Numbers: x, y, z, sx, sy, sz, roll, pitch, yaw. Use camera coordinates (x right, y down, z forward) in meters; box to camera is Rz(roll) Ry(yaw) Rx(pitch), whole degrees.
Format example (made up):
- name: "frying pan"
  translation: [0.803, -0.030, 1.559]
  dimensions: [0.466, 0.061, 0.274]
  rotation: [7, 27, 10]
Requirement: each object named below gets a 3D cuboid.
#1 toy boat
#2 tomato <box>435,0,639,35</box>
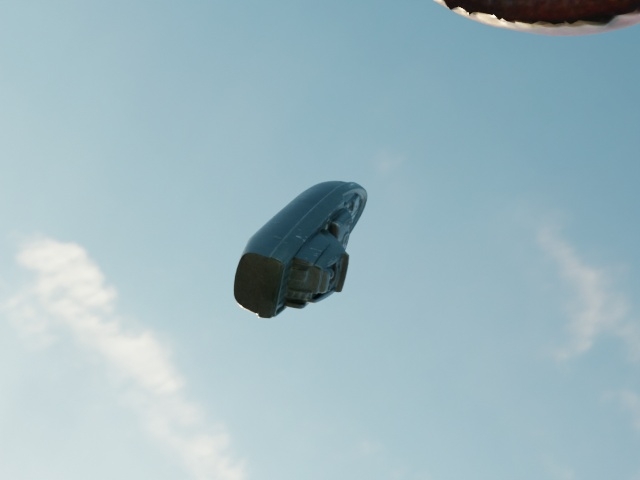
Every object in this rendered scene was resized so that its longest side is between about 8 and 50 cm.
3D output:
- name: "toy boat"
  translation: [0.000, 0.000, 0.953]
  dimensions: [0.085, 0.260, 0.078]
  rotation: [18, -67, 13]
- name: "tomato"
  translation: [0.122, -0.199, 0.453]
  dimensions: [0.225, 0.085, 0.225]
  rotation: [5, -83, 45]
